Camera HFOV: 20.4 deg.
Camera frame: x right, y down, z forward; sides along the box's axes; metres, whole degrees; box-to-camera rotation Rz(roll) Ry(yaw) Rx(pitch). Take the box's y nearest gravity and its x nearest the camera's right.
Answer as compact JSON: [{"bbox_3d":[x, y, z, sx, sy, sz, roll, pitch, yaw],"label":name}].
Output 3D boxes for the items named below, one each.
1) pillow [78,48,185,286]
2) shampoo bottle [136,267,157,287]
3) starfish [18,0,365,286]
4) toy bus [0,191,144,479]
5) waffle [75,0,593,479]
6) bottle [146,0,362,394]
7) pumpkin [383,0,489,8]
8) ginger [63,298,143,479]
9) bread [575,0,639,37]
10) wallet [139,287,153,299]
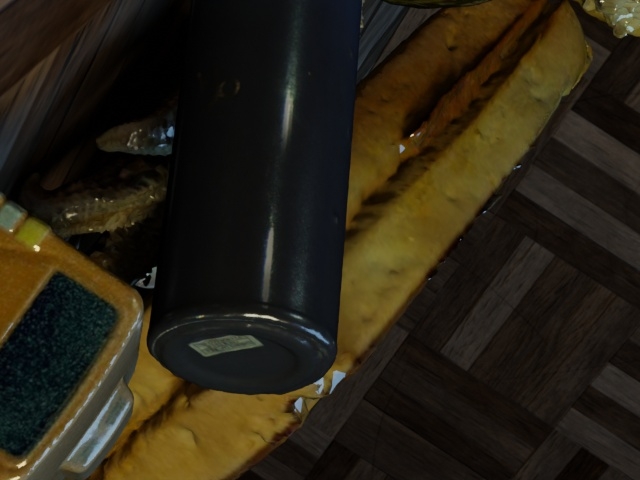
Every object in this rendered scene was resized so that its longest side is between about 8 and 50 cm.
[{"bbox_3d":[-0.081,-0.050,1.046,0.241,0.051,0.093,-59,165,28],"label":"pillow"},{"bbox_3d":[-0.112,-0.009,1.297,0.099,0.043,0.072,-55,178,-34],"label":"shampoo bottle"},{"bbox_3d":[-0.053,-0.056,0.877,0.216,0.071,0.238,-42,-179,16],"label":"starfish"},{"bbox_3d":[-0.120,0.044,0.668,0.091,0.103,0.182,-56,180,-13],"label":"toy bus"},{"bbox_3d":[0.000,0.000,0.932,0.224,0.098,0.327,-40,-174,47],"label":"waffle"},{"bbox_3d":[-0.020,-0.060,0.723,0.082,0.072,0.244,54,35,-56],"label":"bottle"},{"bbox_3d":[0.062,-0.188,0.653,0.224,0.157,0.223,-42,168,-11],"label":"pumpkin"},{"bbox_3d":[-0.162,0.147,1.494,0.354,0.126,0.189,-52,156,-47],"label":"ginger"},{"bbox_3d":[0.141,-0.236,0.987,0.174,0.245,0.121,-50,162,9],"label":"bread"},{"bbox_3d":[-0.118,0.004,1.647,0.133,0.039,0.243,-54,178,-33],"label":"wallet"}]
